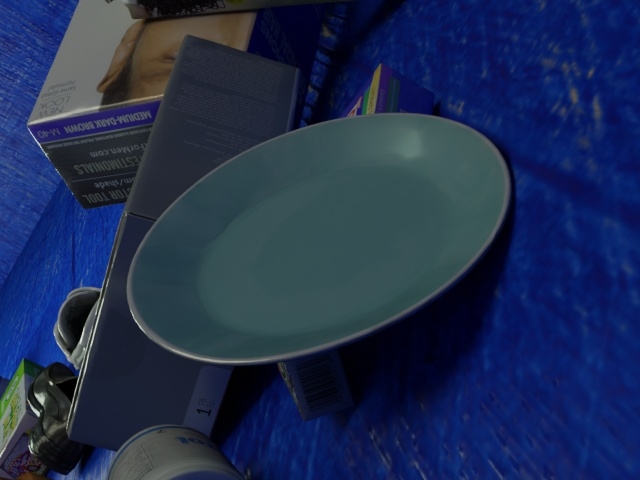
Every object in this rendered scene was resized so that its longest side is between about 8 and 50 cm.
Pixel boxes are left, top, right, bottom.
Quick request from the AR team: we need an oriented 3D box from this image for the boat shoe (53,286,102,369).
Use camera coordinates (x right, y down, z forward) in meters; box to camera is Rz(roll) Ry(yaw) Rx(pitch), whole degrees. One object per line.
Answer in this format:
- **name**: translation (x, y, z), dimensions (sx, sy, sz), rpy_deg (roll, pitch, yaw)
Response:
- **boat shoe**: translation (-0.193, 0.075, 1.126), dimensions (0.095, 0.084, 0.258), rpy_deg (-66, 16, -15)

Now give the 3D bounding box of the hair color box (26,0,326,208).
- **hair color box**: translation (-0.101, -0.191, 1.070), dimensions (0.185, 0.110, 0.338), rpy_deg (-8, 47, 20)

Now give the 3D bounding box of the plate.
- **plate**: translation (0.000, 0.000, 0.596), dimensions (0.188, 0.024, 0.188), rpy_deg (-15, 33, 11)

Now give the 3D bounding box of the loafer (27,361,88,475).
- **loafer**: translation (-0.235, 0.154, 1.191), dimensions (0.061, 0.062, 0.170), rpy_deg (-49, 26, 7)

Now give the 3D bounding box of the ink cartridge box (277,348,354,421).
- **ink cartridge box**: translation (-0.014, 0.043, 0.652), dimensions (0.029, 0.062, 0.115), rpy_deg (-18, 15, -7)

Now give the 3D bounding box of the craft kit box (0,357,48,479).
- **craft kit box**: translation (-0.359, 0.271, 1.381), dimensions (0.246, 0.061, 0.250), rpy_deg (-59, 16, -1)

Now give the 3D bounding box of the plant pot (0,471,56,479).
- **plant pot**: translation (-0.320, 0.285, 0.948), dimensions (0.291, 0.203, 0.291), rpy_deg (-53, 17, 24)

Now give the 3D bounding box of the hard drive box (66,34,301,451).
- **hard drive box**: translation (-0.086, 0.001, 0.831), dimensions (0.232, 0.089, 0.181), rpy_deg (-83, 11, -55)

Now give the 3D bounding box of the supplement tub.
- **supplement tub**: translation (-0.072, 0.139, 0.659), dimensions (0.071, 0.071, 0.107), rpy_deg (-63, 16, -4)

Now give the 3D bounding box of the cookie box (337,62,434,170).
- **cookie box**: translation (0.018, -0.032, 0.722), dimensions (0.107, 0.040, 0.091), rpy_deg (-48, 21, 39)

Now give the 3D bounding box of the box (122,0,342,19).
- **box**: translation (-0.047, -0.220, 0.934), dimensions (0.232, 0.087, 0.058), rpy_deg (-2, 49, 23)

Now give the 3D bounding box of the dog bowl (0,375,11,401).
- **dog bowl**: translation (-0.537, 0.302, 1.796), dimensions (0.265, 0.104, 0.265), rpy_deg (-54, 18, 25)
